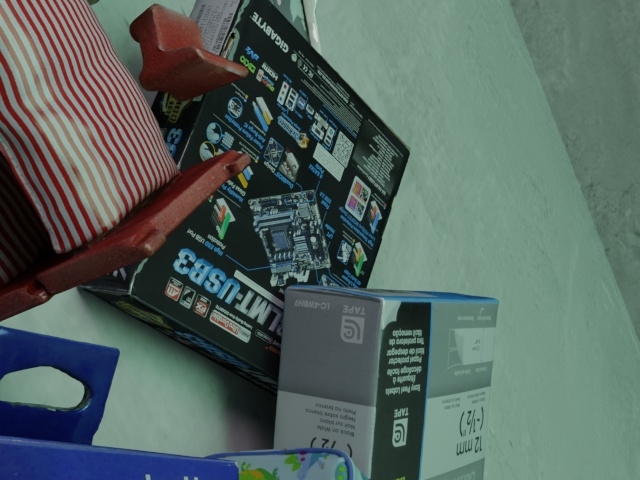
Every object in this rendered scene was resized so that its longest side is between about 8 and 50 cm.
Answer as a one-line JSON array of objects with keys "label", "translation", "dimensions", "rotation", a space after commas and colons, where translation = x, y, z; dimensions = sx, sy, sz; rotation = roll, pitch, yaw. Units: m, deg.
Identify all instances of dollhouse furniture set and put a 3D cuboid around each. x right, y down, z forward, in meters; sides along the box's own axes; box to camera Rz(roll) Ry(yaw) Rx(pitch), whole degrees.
[{"label": "dollhouse furniture set", "translation": [-0.124, -0.134, 0.562], "dimensions": [0.201, 0.152, 0.374], "rotation": [59, 30, -16]}]

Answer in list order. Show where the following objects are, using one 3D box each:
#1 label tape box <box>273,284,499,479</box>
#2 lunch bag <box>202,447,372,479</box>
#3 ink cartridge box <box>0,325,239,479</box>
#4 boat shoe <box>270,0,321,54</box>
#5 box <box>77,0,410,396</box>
[{"label": "label tape box", "translation": [0.064, 0.220, 0.863], "dimensions": [0.249, 0.115, 0.347], "rotation": [7, 86, -57]}, {"label": "lunch bag", "translation": [-0.044, 0.267, 0.675], "dimensions": [0.090, 0.176, 0.219], "rotation": [51, 37, -45]}, {"label": "ink cartridge box", "translation": [-0.168, 0.252, 0.483], "dimensions": [0.270, 0.151, 0.395], "rotation": [25, 52, -55]}, {"label": "boat shoe", "translation": [-0.048, -0.196, 1.021], "dimensions": [0.116, 0.099, 0.319], "rotation": [108, -24, -81]}, {"label": "box", "translation": [-0.048, -0.029, 0.840], "dimensions": [0.295, 0.073, 0.293], "rotation": [38, 65, -47]}]
